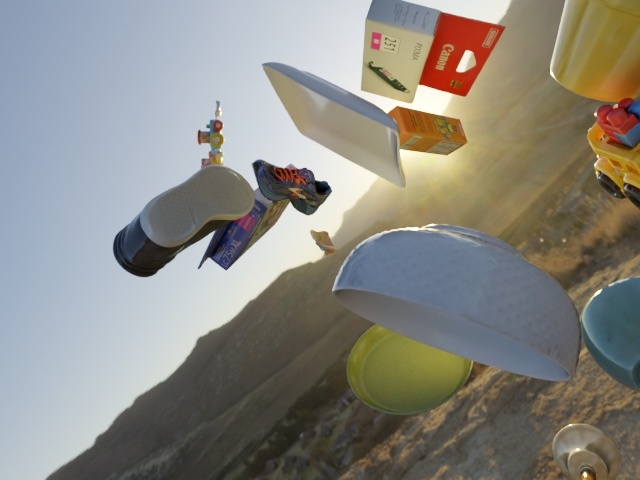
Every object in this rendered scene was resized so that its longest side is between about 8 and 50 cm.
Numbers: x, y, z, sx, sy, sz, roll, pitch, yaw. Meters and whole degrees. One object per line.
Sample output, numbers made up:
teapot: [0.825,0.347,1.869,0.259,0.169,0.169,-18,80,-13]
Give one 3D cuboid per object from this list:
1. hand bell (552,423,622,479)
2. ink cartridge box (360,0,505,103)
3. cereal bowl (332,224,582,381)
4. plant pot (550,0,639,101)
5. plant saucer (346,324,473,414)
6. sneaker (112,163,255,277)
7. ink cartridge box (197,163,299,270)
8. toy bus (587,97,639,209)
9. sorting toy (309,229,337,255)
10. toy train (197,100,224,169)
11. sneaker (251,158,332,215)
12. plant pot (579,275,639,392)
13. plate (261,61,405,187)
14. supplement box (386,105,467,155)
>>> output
hand bell: [0.493,0.438,0.849,0.126,0.126,0.242,-48,-24,18]
ink cartridge box: [0.206,-0.360,0.932,0.275,0.239,0.060,70,-142,-81]
cereal bowl: [0.195,0.074,0.658,0.339,0.339,0.141,122,171,-77]
plant pot: [0.518,-0.379,0.766,0.254,0.254,0.239,-45,-26,-34]
plant saucer: [0.169,0.235,0.875,0.241,0.037,0.241,-17,32,11]
sneaker: [-0.228,-0.037,0.773,0.147,0.104,0.296,-31,7,29]
ink cartridge box: [-0.153,-0.051,1.072,0.186,0.065,0.311,-54,-4,34]
toy bus: [0.544,-0.168,0.792,0.149,0.211,0.220,-48,16,17]
sorting toy: [0.000,0.000,1.348,0.045,0.075,0.083,-42,40,15]
toy train: [-0.212,-0.177,0.880,0.046,0.125,0.166,-4,-42,-15]
sneaker: [-0.057,-0.125,0.961,0.087,0.083,0.221,-34,-28,25]
plant pot: [0.799,0.259,1.100,0.290,0.290,0.195,-49,1,32]
plate: [0.046,-0.220,0.876,0.045,0.277,0.278,-58,-18,-5]
supplement box: [0.252,-0.263,1.118,0.233,0.078,0.080,-2,-19,-39]
